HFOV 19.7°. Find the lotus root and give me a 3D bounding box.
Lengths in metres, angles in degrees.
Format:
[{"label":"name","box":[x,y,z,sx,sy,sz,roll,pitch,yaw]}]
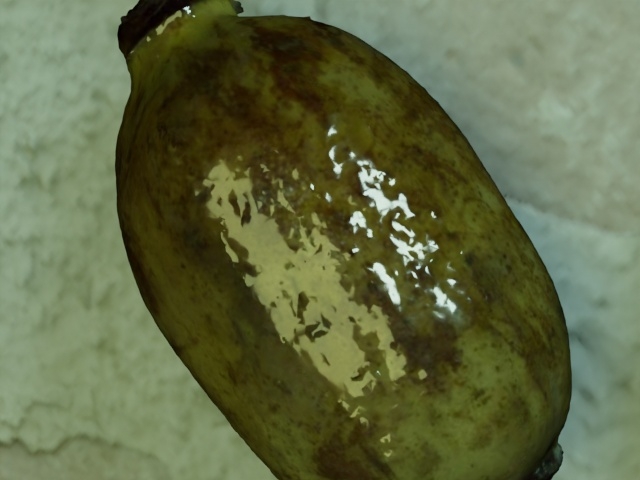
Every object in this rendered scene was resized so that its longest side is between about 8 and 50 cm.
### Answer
[{"label":"lotus root","box":[0.000,0.000,0.744,0.145,0.128,0.260,-36,83,14]}]
